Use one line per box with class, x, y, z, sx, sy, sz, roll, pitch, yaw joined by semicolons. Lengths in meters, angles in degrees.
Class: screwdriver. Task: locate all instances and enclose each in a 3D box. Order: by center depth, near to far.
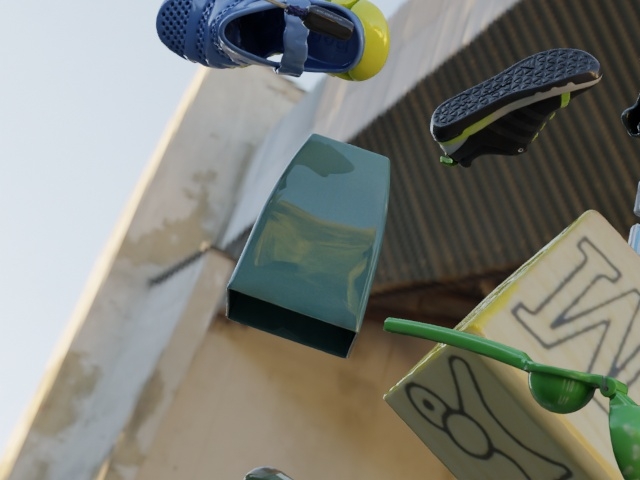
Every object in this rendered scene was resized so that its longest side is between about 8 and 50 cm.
screwdriver;-0.046;-0.224;1.346;0.170;0.025;0.024;14;-17;-21

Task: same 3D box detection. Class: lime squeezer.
lime squeezer;0.174;0.134;0.994;0.059;0.310;0.110;-1;-46;-51

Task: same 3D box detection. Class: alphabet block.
alphabet block;0.208;0.126;1.232;0.197;0.193;0.192;48;-32;4

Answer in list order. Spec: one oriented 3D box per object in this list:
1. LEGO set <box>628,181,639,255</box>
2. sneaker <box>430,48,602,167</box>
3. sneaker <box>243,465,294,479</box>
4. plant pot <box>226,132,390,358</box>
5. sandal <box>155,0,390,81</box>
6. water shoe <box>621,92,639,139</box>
LEGO set;0.473;0.049;1.680;0.244;0.182;0.060;28;-31;-17
sneaker;0.252;-0.162;1.789;0.235;0.084;0.097;-21;-56;20
sneaker;-0.040;0.313;1.494;0.192;0.086;0.064;39;-51;37
plant pot;0.000;0.000;1.768;0.166;0.234;0.165;19;-16;2
sandal;-0.080;-0.258;1.699;0.317;0.138;0.126;8;-77;34
water shoe;0.352;-0.185;1.346;0.080;0.203;0.073;8;15;-30
